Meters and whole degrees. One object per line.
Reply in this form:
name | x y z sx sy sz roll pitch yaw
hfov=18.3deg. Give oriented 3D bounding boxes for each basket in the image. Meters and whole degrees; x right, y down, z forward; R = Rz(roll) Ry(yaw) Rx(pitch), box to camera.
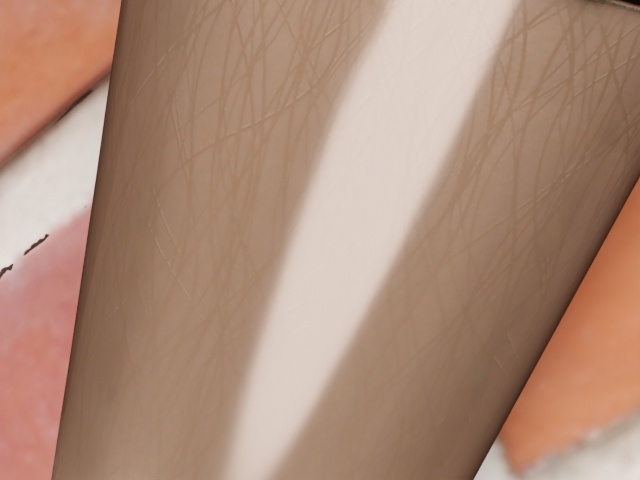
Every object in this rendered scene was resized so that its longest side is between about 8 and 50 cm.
basket | 0.000 0.000 0.647 0.204 0.154 0.227 28 108 30
